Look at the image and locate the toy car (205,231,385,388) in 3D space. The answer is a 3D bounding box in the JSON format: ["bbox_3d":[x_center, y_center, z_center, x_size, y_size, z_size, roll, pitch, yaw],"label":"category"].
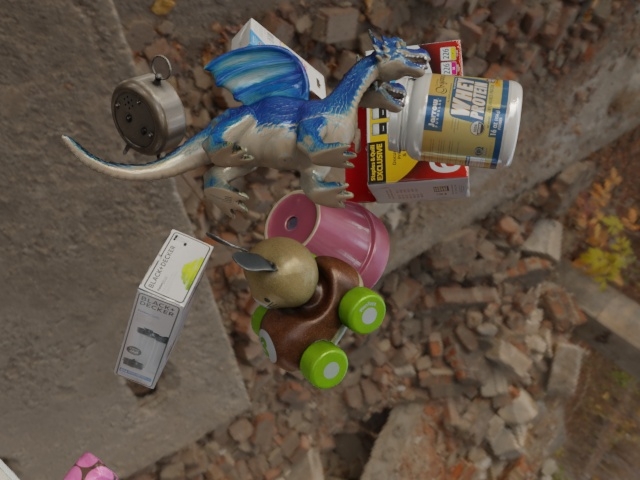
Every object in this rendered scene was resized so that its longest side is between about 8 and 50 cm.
[{"bbox_3d":[-0.050,0.057,0.787,0.188,0.155,0.149,38,85,-36],"label":"toy car"}]

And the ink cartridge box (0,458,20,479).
[{"bbox_3d":[-0.369,0.370,0.682,0.091,0.385,0.308,-50,172,7],"label":"ink cartridge box"}]

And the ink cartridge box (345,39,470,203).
[{"bbox_3d":[0.172,-0.244,1.461,0.130,0.272,0.309,49,39,-69],"label":"ink cartridge box"}]

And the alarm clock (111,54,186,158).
[{"bbox_3d":[-0.279,-0.218,1.115,0.064,0.129,0.192,-34,160,-49],"label":"alarm clock"}]

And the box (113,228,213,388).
[{"bbox_3d":[-0.307,0.138,1.334,0.169,0.087,0.289,-72,-173,-48],"label":"box"}]

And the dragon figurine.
[{"bbox_3d":[-0.049,-0.101,0.568,0.290,0.144,0.085,-5,142,-2],"label":"dragon figurine"}]

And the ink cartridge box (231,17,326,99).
[{"bbox_3d":[-0.077,-0.314,1.271,0.181,0.104,0.062,33,122,-28],"label":"ink cartridge box"}]

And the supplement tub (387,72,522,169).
[{"bbox_3d":[0.218,-0.196,1.122,0.144,0.200,0.144,8,90,-80],"label":"supplement tub"}]

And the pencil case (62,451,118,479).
[{"bbox_3d":[-0.445,0.483,1.203,0.209,0.095,0.098,-51,174,-37],"label":"pencil case"}]

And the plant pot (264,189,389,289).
[{"bbox_3d":[0.000,0.000,1.287,0.201,0.201,0.180,-53,138,4],"label":"plant pot"}]
